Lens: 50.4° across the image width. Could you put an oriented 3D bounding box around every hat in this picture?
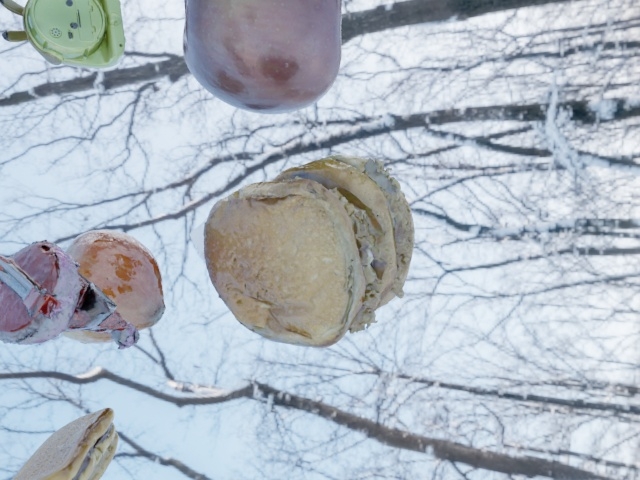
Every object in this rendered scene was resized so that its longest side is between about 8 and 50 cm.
[{"bbox_3d":[-0.299,0.089,0.853,0.227,0.140,0.128,40,-122,-52],"label":"hat"}]

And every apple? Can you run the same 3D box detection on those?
[{"bbox_3d":[-0.094,-0.341,1.032,0.306,0.235,0.305,176,90,-76],"label":"apple"}]

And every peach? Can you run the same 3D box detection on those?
[{"bbox_3d":[-0.381,0.094,1.240,0.233,0.233,0.232,-4,-86,-59],"label":"peach"}]

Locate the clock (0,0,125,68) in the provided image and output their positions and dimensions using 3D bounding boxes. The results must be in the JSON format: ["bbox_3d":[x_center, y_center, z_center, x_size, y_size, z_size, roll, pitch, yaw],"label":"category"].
[{"bbox_3d":[-0.515,-0.434,1.357,0.232,0.069,0.169,-7,-94,-27],"label":"clock"}]

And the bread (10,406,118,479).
[{"bbox_3d":[-0.353,0.313,0.947,0.200,0.116,0.077,-81,-29,-78],"label":"bread"}]

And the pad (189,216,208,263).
[{"bbox_3d":[-0.167,0.033,1.424,0.232,0.156,0.004,58,-164,13],"label":"pad"}]

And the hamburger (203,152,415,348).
[{"bbox_3d":[0.001,0.006,0.872,0.260,0.245,0.211,-56,-19,26],"label":"hamburger"}]
